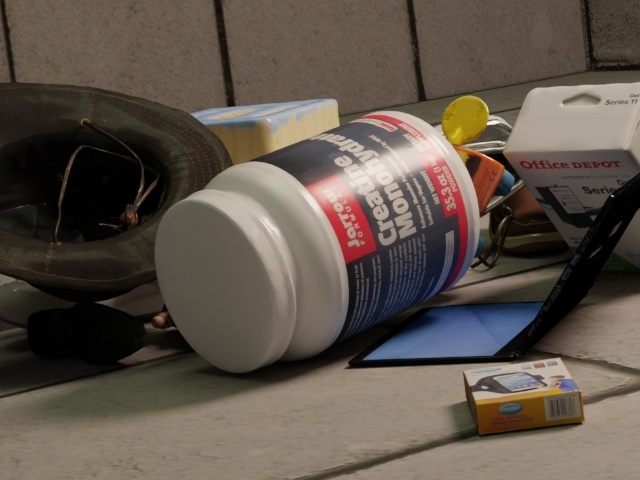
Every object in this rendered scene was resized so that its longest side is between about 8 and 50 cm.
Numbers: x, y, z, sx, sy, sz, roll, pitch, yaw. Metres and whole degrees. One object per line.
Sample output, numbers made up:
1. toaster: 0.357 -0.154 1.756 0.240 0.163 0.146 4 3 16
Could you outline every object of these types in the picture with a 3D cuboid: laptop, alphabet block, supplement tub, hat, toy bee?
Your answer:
1. laptop: 0.178 0.018 1.767 0.136 0.264 0.234 33 21 11
2. alphabet block: -0.089 -0.057 2.292 0.193 0.197 0.192 -2 9 30
3. supplement tub: 0.000 0.000 1.802 0.272 0.191 0.191 -24 17 -39
4. hat: -0.255 -0.024 1.939 0.331 0.134 0.331 5 45 -5
5. toy bee: 0.111 -0.043 2.012 0.162 0.298 0.195 24 60 11

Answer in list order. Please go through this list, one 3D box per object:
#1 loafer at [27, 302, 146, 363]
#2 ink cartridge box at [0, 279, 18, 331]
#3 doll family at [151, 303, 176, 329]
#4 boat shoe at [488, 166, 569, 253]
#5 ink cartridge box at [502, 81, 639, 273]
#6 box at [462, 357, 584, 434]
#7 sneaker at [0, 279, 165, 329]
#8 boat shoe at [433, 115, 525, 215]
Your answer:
1. loafer: -0.223 0.088 1.911 0.061 0.062 0.170 -9 9 -42
2. ink cartridge box: -0.271 0.003 2.116 0.224 0.181 0.056 -10 40 -24
3. doll family: -0.060 0.023 1.990 0.263 0.118 0.163 -10 10 -24
4. boat shoe: 0.238 -0.045 2.270 0.095 0.095 0.257 -8 9 -5
5. ink cartridge box: 0.301 -0.059 1.934 0.153 0.208 0.087 0 53 41
6. box: 0.156 0.119 1.494 0.081 0.028 0.136 -8 10 0
7. sneaker: -0.215 0.016 2.068 0.305 0.152 0.114 -12 13 -22
8. boat shoe: 0.100 -0.050 2.180 0.335 0.121 0.119 -31 26 -17
